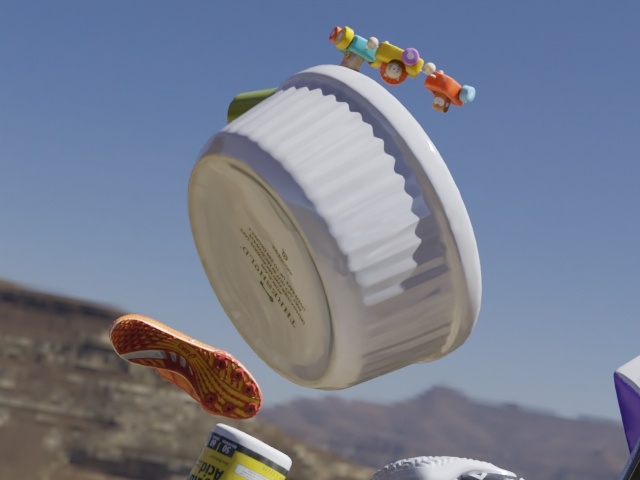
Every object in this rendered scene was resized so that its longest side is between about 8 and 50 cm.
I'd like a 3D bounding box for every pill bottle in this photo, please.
[{"bbox_3d":[-0.074,0.198,1.288,0.065,0.116,0.065,25,-10,5],"label":"pill bottle"}]

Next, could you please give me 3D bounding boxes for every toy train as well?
[{"bbox_3d":[0.082,-0.184,1.967,0.166,0.046,0.125,23,-5,28],"label":"toy train"}]

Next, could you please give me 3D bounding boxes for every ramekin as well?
[{"bbox_3d":[0.000,0.000,1.460,0.127,0.272,0.273,-27,12,-27],"label":"ramekin"}]

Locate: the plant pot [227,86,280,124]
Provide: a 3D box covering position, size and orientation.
[{"bbox_3d":[-0.054,-0.132,1.893,0.079,0.083,0.083,6,-7,34],"label":"plant pot"}]

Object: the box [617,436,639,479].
[{"bbox_3d":[0.252,0.166,1.034,0.162,0.116,0.029,24,14,-2],"label":"box"}]

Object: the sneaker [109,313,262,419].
[{"bbox_3d":[-0.134,0.123,1.807,0.175,0.064,0.067,34,3,-7],"label":"sneaker"}]

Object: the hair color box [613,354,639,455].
[{"bbox_3d":[0.394,0.088,1.207,0.185,0.339,0.110,47,-16,47],"label":"hair color box"}]

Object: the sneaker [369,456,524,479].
[{"bbox_3d":[0.184,0.357,1.608,0.366,0.210,0.137,36,-51,-16],"label":"sneaker"}]
